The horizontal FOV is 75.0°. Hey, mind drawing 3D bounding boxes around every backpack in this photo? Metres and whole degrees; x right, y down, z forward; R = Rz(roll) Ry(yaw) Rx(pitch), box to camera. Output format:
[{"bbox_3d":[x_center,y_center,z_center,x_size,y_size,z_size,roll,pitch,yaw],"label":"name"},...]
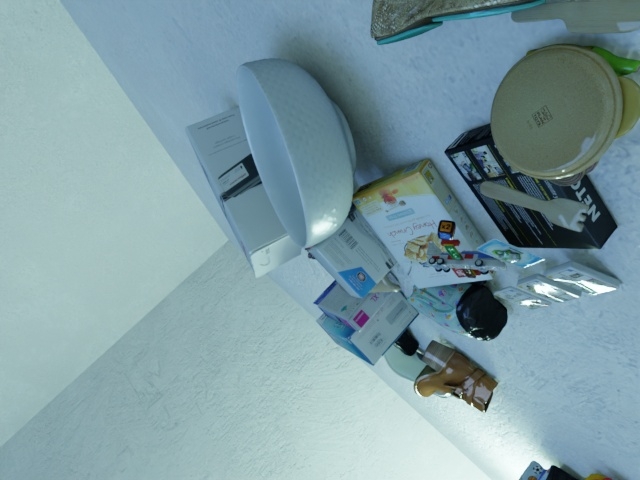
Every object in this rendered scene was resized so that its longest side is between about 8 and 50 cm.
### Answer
[{"bbox_3d":[0.719,0.847,1.302,0.263,0.276,0.213,47,171,-32],"label":"backpack"},{"bbox_3d":[0.270,0.123,0.857,0.152,0.115,0.182,51,167,-30],"label":"backpack"}]

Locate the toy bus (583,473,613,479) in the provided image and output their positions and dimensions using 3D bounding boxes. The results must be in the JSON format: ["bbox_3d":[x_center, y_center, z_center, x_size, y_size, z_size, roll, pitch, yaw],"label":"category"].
[{"bbox_3d":[0.729,0.678,1.055,0.212,0.149,0.220,61,166,-6],"label":"toy bus"}]

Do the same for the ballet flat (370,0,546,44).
[{"bbox_3d":[0.118,-0.242,0.407,0.206,0.073,0.067,19,127,52],"label":"ballet flat"}]

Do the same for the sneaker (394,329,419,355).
[{"bbox_3d":[0.262,0.329,1.480,0.097,0.084,0.235,27,156,54],"label":"sneaker"}]

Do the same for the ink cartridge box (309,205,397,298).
[{"bbox_3d":[0.094,0.004,0.869,0.140,0.190,0.082,47,166,-6],"label":"ink cartridge box"}]

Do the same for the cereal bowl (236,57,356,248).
[{"bbox_3d":[-0.032,-0.165,0.773,0.339,0.141,0.339,158,90,-76],"label":"cereal bowl"}]

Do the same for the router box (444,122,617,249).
[{"bbox_3d":[0.257,-0.067,0.523,0.179,0.046,0.133,49,164,-15],"label":"router box"}]

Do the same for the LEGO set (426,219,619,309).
[{"bbox_3d":[0.273,0.029,0.632,0.244,0.060,0.182,21,159,-3],"label":"LEGO set"}]

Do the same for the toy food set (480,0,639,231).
[{"bbox_3d":[0.226,-0.119,0.398,0.132,0.038,0.192,34,131,46],"label":"toy food set"}]

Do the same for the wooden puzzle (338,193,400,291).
[{"bbox_3d":[0.054,-0.017,1.074,0.348,0.080,0.322,56,163,-2],"label":"wooden puzzle"}]

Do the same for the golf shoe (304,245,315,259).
[{"bbox_3d":[0.000,0.000,1.033,0.067,0.086,0.186,3,165,3],"label":"golf shoe"}]

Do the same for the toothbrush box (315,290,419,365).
[{"bbox_3d":[0.139,0.249,1.346,0.126,0.216,0.295,49,164,-13],"label":"toothbrush box"}]

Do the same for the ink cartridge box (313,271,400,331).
[{"bbox_3d":[0.100,0.170,1.298,0.065,0.186,0.311,48,166,-15],"label":"ink cartridge box"}]

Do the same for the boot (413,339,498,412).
[{"bbox_3d":[0.415,0.450,1.289,0.220,0.109,0.284,30,134,30],"label":"boot"}]

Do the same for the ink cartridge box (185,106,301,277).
[{"bbox_3d":[-0.207,-0.124,1.198,0.395,0.166,0.285,61,168,12],"label":"ink cartridge box"}]

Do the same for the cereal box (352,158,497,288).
[{"bbox_3d":[0.186,-0.017,0.757,0.240,0.047,0.173,51,145,-16],"label":"cereal box"}]

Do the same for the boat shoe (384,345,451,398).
[{"bbox_3d":[0.363,0.475,1.536,0.099,0.116,0.319,37,172,-40],"label":"boat shoe"}]
